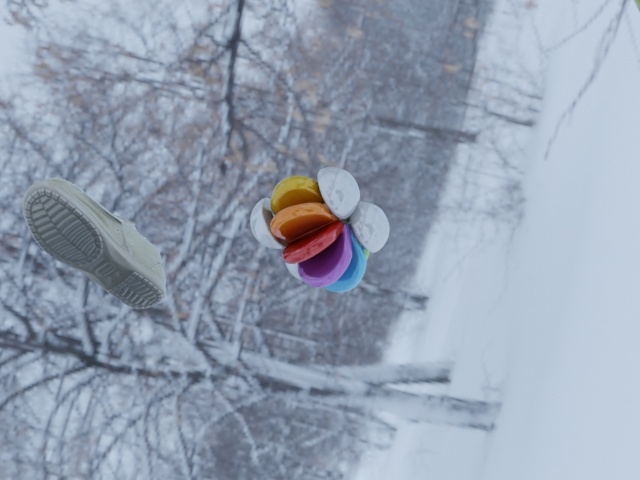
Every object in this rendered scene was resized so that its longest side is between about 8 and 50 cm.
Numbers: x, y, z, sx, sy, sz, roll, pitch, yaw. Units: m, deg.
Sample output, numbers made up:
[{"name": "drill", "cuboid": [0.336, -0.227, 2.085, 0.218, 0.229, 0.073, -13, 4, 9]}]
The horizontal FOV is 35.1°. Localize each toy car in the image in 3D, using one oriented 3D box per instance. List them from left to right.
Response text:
[{"name": "toy car", "cuboid": [0.000, 0.000, 1.389, 0.182, 0.159, 0.136, 47, -152, -34]}]

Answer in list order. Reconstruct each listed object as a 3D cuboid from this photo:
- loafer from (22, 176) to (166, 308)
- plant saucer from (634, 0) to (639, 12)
[{"name": "loafer", "cuboid": [-0.332, -0.003, 1.504, 0.268, 0.102, 0.092, 49, -155, -33]}, {"name": "plant saucer", "cuboid": [0.259, -0.174, 0.738, 0.241, 0.037, 0.241, 44, -149, -36]}]
